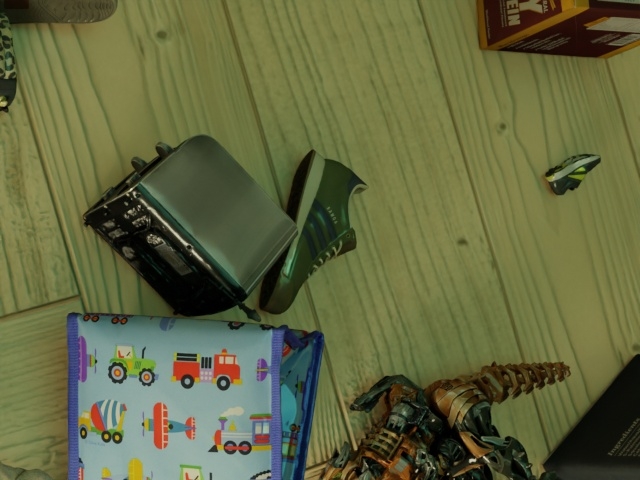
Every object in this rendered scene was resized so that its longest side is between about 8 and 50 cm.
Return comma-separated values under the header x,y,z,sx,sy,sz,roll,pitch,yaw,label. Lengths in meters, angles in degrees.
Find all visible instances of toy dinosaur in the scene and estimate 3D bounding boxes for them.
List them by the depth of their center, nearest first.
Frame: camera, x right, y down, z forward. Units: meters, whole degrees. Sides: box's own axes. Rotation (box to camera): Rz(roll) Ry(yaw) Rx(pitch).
x,y,z,sx,sy,sz,roll,pitch,yaw,label
0.155,0.225,1.513,0.322,0.164,0.218,-33,81,-5,toy dinosaur

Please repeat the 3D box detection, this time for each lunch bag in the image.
x,y,z,sx,sy,sz,roll,pitch,yaw,label
-0.129,0.223,1.323,0.221,0.138,0.293,3,84,18,lunch bag

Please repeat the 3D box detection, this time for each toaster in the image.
x,y,z,sx,sy,sz,roll,pitch,yaw,label
-0.128,-0.008,1.389,0.185,0.168,0.110,46,65,-12,toaster

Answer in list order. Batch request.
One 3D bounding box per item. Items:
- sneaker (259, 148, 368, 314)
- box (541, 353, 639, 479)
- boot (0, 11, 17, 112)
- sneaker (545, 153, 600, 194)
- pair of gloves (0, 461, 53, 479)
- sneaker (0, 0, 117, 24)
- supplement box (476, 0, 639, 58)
x,y,z,sx,sy,sz,roll,pitch,yaw,label
0.000,0.000,1.507,0.086,0.064,0.192,22,70,-17,sneaker
0.499,0.288,1.524,0.212,0.395,0.293,-44,103,-25,box
-0.382,-0.119,1.330,0.179,0.085,0.236,-3,85,-29,boot
0.313,-0.082,1.697,0.083,0.031,0.035,-24,107,-23,sneaker
-0.320,0.318,1.263,0.204,0.042,0.240,45,63,-60,pair of gloves
-0.320,-0.288,1.400,0.222,0.083,0.118,3,62,-19,sneaker
0.317,-0.306,1.638,0.194,0.191,0.129,0,82,-27,supplement box
